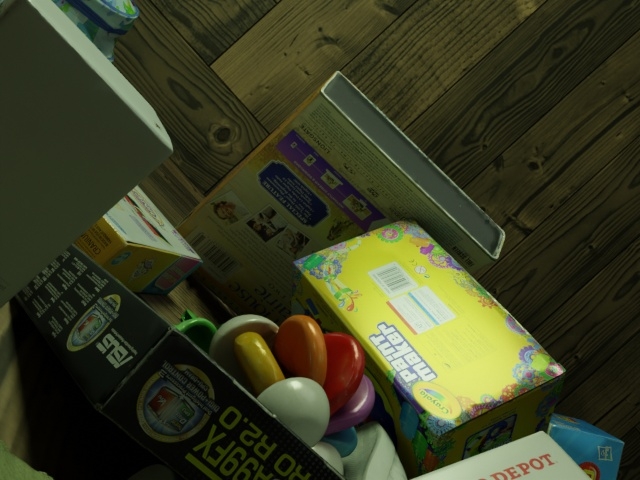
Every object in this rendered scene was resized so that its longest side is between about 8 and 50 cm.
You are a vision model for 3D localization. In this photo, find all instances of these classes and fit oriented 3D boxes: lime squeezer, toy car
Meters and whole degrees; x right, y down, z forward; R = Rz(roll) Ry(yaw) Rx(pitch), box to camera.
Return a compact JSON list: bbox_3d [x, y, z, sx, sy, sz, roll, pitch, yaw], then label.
[{"bbox_3d":[-0.138,0.091,0.956,0.110,0.059,0.310,49,2,12],"label":"lime squeezer"},{"bbox_3d":[-0.015,0.149,0.873,0.159,0.136,0.182,48,-24,51],"label":"toy car"}]

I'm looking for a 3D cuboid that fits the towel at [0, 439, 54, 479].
[{"bbox_3d":[-0.138,0.131,0.387,0.110,0.027,0.148,46,3,-24],"label":"towel"}]

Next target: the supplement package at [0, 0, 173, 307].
[{"bbox_3d":[-0.183,-0.037,0.494,0.105,0.179,0.105,48,1,-25],"label":"supplement package"}]

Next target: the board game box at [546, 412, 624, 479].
[{"bbox_3d":[0.290,0.381,1.197,0.086,0.302,0.308,13,-4,9],"label":"board game box"}]

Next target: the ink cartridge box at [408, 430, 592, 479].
[{"bbox_3d":[0.141,0.283,0.628,0.171,0.168,0.233,-8,41,-35],"label":"ink cartridge box"}]

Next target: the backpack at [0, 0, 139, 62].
[{"bbox_3d":[-0.376,-0.292,1.048,0.290,0.273,0.355,41,-15,33],"label":"backpack"}]

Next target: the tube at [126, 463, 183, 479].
[{"bbox_3d":[-0.046,0.216,0.562,0.207,0.052,0.080,52,5,-29],"label":"tube"}]

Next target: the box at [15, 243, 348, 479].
[{"bbox_3d":[-0.089,0.109,0.629,0.216,0.060,0.270,47,-12,-28],"label":"box"}]

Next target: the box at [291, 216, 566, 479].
[{"bbox_3d":[0.108,0.183,1.117,0.290,0.177,0.279,48,-31,39],"label":"box"}]

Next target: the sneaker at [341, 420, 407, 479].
[{"bbox_3d":[0.069,0.296,0.888,0.169,0.108,0.292,50,11,-8],"label":"sneaker"}]

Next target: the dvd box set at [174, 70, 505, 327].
[{"bbox_3d":[0.000,0.000,1.280,0.307,0.420,0.062,42,45,-9],"label":"dvd box set"}]

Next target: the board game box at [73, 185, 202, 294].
[{"bbox_3d":[-0.259,-0.052,1.004,0.242,0.064,0.316,48,1,8],"label":"board game box"}]
